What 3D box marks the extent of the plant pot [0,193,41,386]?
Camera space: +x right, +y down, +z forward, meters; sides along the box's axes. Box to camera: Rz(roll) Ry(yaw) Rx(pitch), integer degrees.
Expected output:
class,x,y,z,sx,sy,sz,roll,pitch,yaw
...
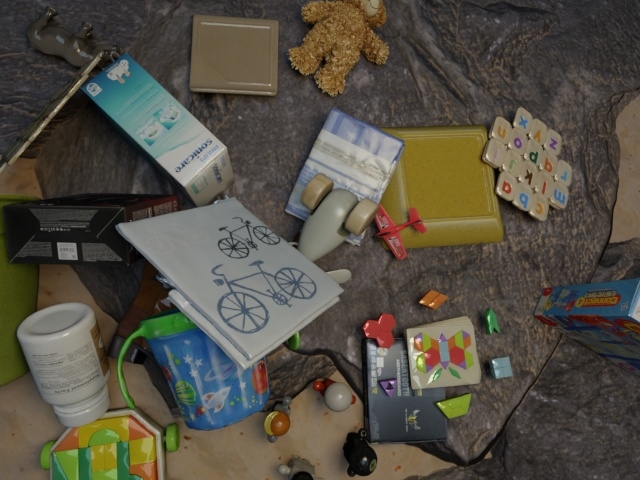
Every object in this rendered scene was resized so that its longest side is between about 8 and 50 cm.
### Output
class,x,y,z,sx,sy,sz,roll,pitch,yaw
plant pot,-0.714,0.112,0.804,0.367,0.366,0.352,-9,93,-8

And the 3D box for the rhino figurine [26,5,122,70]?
class,x,y,z,sx,sy,sz,roll,pitch,yaw
rhino figurine,-0.597,-0.479,1.039,0.244,0.073,0.106,22,74,-4

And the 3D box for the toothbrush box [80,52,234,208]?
class,x,y,z,sx,sy,sz,roll,pitch,yaw
toothbrush box,-0.345,-0.227,0.950,0.295,0.216,0.126,43,78,1

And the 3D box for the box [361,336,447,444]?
class,x,y,z,sx,sy,sz,roll,pitch,yaw
box,0.193,0.344,0.988,0.184,0.059,0.232,1,79,-8

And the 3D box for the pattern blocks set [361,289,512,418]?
class,x,y,z,sx,sy,sz,roll,pitch,yaw
pattern blocks set,0.279,0.259,0.973,0.325,0.026,0.285,-17,83,-13

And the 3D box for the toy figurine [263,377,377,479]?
class,x,y,z,sx,sy,sz,roll,pitch,yaw
toy figurine,-0.004,0.419,0.907,0.210,0.148,0.212,-19,83,-10

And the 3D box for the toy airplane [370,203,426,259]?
class,x,y,z,sx,sy,sz,roll,pitch,yaw
toy airplane,0.185,-0.032,1.006,0.151,0.151,0.028,47,43,3

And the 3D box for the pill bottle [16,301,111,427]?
class,x,y,z,sx,sy,sz,roll,pitch,yaw
pill bottle,-0.499,0.251,0.848,0.131,0.131,0.229,-4,114,-7

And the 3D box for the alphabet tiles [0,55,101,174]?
class,x,y,z,sx,sy,sz,roll,pitch,yaw
alphabet tiles,-0.606,-0.262,0.918,0.011,0.285,0.342,42,75,-37

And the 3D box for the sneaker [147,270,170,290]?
class,x,y,z,sx,sy,sz,roll,pitch,yaw
sneaker,-0.349,0.064,0.929,0.069,0.038,0.098,-25,73,-15

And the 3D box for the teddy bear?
class,x,y,z,sx,sy,sz,roll,pitch,yaw
teddy bear,0.061,-0.543,1.108,0.338,0.113,0.245,-39,88,-11

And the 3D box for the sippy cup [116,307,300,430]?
class,x,y,z,sx,sy,sz,roll,pitch,yaw
sippy cup,-0.202,0.227,0.819,0.306,0.240,0.223,-15,88,9

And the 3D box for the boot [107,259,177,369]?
class,x,y,z,sx,sy,sz,roll,pitch,yaw
boot,-0.306,0.159,0.968,0.264,0.096,0.280,15,71,4

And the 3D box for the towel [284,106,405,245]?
class,x,y,z,sx,sy,sz,roll,pitch,yaw
towel,0.059,-0.151,1.034,0.209,0.034,0.284,25,97,-2

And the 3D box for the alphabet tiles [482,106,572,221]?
class,x,y,z,sx,sy,sz,roll,pitch,yaw
alphabet tiles,0.545,-0.200,1.105,0.284,0.021,0.277,27,69,-17

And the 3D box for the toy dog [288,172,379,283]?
class,x,y,z,sx,sy,sz,roll,pitch,yaw
toy dog,0.000,0.000,0.973,0.334,0.161,0.220,-38,80,23

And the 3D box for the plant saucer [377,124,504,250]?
class,x,y,z,sx,sy,sz,roll,pitch,yaw
plant saucer,0.309,-0.154,1.082,0.333,0.081,0.332,-4,80,-7

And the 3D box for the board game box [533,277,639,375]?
class,x,y,z,sx,sy,sz,roll,pitch,yaw
board game box,0.710,0.208,0.949,0.308,0.302,0.086,30,78,0

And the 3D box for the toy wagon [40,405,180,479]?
class,x,y,z,sx,sy,sz,roll,pitch,yaw
toy wagon,-0.429,0.532,0.878,0.268,0.068,0.343,-5,80,-7

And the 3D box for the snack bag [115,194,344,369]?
class,x,y,z,sx,sy,sz,roll,pitch,yaw
snack bag,-0.155,0.046,0.783,0.343,0.323,0.037,39,119,15

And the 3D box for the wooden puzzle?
class,x,y,z,sx,sy,sz,roll,pitch,yaw
wooden puzzle,-0.221,-0.479,1.101,0.221,0.044,0.238,1,75,-6

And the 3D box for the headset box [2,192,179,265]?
class,x,y,z,sx,sy,sz,roll,pitch,yaw
headset box,-0.437,-0.035,0.874,0.218,0.293,0.110,1,101,2
